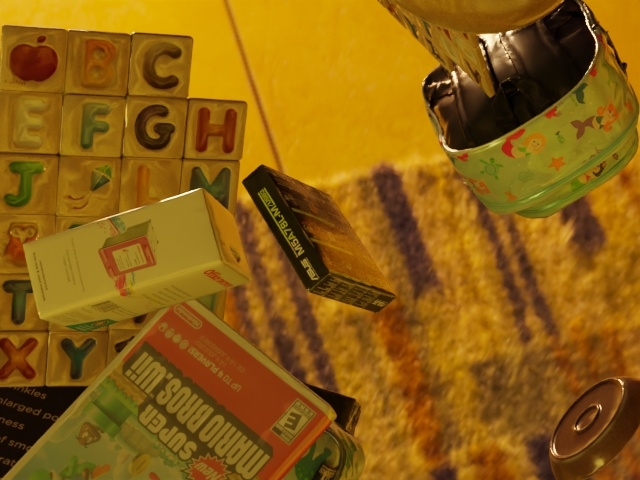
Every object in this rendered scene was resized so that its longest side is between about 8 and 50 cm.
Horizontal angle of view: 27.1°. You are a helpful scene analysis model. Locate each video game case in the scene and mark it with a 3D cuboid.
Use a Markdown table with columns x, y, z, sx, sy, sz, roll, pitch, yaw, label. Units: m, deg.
| x | y | z | sx | sy | sz | roll | pitch | yaw | label |
| --- | --- | --- | --- | --- | --- | --- | --- | --- | --- |
| -0.150 | 0.200 | 1.163 | 0.204 | 0.025 | 0.285 | 35 | 77 | 31 | video game case |

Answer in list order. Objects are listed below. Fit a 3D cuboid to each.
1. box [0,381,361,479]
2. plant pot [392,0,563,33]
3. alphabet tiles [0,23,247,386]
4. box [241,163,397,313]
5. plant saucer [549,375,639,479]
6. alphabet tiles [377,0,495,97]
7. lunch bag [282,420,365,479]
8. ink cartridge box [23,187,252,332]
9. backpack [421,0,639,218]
| x | y | z | sx | sy | sz | roll | pitch | yaw | label |
| --- | --- | --- | --- | --- | --- | --- | --- | --- | --- |
| -0.251 | 0.363 | 1.594 | 0.479 | 0.297 | 0.472 | 17 | 36 | 6 | box |
| 0.122 | -0.282 | 1.059 | 0.236 | 0.032 | 0.236 | 3 | 80 | -18 | plant pot |
| -0.216 | -0.024 | 1.225 | 0.285 | 0.343 | 0.011 | 1 | 17 | -19 | alphabet tiles |
| 0.000 | 0.000 | 1.711 | 0.045 | 0.190 | 0.184 | -38 | 64 | 17 | box |
| 0.347 | 0.234 | 1.691 | 0.029 | 0.168 | 0.168 | 40 | 60 | -9 | plant saucer |
| 0.082 | -0.238 | 1.258 | 0.009 | 0.198 | 0.237 | -37 | 56 | -3 | alphabet tiles |
| -0.079 | 0.223 | 1.337 | 0.219 | 0.090 | 0.176 | 35 | 95 | 22 | lunch bag |
| -0.114 | 0.015 | 0.852 | 0.122 | 0.088 | 0.052 | -16 | 78 | 6 | ink cartridge box |
| 0.239 | -0.140 | 1.472 | 0.225 | 0.191 | 0.253 | -33 | 21 | 13 | backpack |
